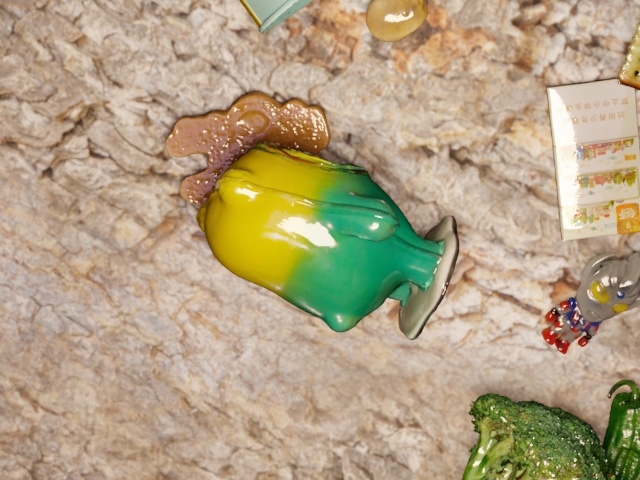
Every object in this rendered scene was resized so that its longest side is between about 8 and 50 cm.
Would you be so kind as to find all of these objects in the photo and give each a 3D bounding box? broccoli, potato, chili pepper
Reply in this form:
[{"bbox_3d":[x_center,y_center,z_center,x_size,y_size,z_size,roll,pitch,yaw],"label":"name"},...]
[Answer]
[{"bbox_3d":[0.296,0.367,1.701,0.275,0.308,0.307,-38,97,-27],"label":"broccoli"},{"bbox_3d":[0.106,-0.313,1.689,0.083,0.062,0.068,-9,132,30],"label":"potato"},{"bbox_3d":[0.444,0.323,1.781,0.100,0.074,0.256,9,103,3],"label":"chili pepper"}]

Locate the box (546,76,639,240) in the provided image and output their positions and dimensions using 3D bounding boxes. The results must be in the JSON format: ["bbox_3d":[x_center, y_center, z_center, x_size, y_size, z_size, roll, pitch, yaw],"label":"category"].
[{"bbox_3d":[0.390,-0.115,1.717,0.122,0.032,0.220,-7,100,6],"label":"box"}]

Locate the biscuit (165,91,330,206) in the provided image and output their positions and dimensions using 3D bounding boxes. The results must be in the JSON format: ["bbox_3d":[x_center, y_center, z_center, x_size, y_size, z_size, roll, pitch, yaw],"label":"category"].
[{"bbox_3d":[-0.103,-0.137,1.759,0.236,0.040,0.144,-16,107,6],"label":"biscuit"}]

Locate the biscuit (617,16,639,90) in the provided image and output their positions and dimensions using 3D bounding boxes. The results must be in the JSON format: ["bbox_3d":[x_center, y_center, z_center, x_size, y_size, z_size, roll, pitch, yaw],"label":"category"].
[{"bbox_3d":[0.505,-0.305,1.660,0.139,0.016,0.231,16,101,-10],"label":"biscuit"}]

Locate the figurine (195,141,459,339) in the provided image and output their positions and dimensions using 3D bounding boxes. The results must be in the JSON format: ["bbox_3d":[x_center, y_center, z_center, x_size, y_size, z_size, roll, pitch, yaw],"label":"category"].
[{"bbox_3d":[0.000,0.000,1.666,0.340,0.323,0.231,20,69,-7],"label":"figurine"}]

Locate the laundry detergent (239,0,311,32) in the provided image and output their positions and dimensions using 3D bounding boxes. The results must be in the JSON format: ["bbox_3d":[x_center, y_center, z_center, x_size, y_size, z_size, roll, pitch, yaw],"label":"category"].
[{"bbox_3d":[-0.056,-0.471,1.557,0.287,0.287,0.305,-36,97,11],"label":"laundry detergent"}]

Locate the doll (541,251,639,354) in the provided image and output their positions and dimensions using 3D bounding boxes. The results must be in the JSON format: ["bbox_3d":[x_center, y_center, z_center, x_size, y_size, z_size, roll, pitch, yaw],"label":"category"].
[{"bbox_3d":[0.399,0.083,1.743,0.104,0.062,0.194,42,109,-3],"label":"doll"}]
